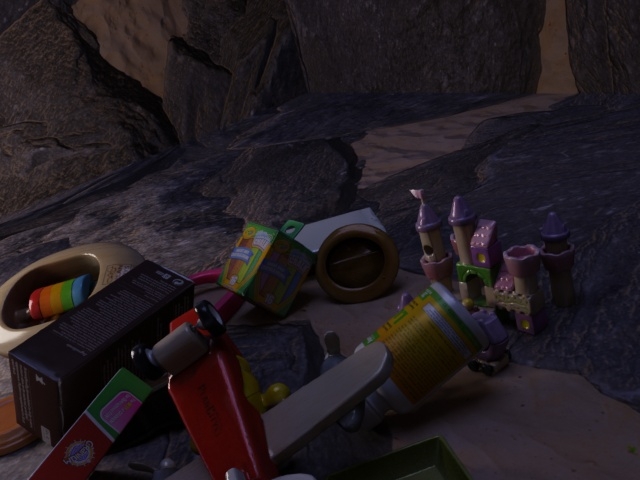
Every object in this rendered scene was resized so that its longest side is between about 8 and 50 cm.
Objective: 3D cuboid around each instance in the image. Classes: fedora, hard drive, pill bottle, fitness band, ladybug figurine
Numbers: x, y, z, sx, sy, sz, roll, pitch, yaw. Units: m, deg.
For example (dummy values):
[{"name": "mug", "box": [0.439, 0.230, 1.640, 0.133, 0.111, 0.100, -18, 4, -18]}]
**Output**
[{"name": "fedora", "box": [0.086, 0.056, 1.804, 0.194, 0.195, 0.079, -10, -16, 12]}, {"name": "hard drive", "box": [0.000, 0.000, 2.010, 0.307, 0.040, 0.203, -16, 21, -4]}, {"name": "pill bottle", "box": [0.142, 0.195, 1.311, 0.245, 0.136, 0.136, -40, 23, -1]}, {"name": "fitness band", "box": [-0.295, 0.151, 1.909, 0.208, 0.054, 0.291, -5, 24, 25]}, {"name": "ladybug figurine", "box": [-0.569, 0.158, 1.855, 0.449, 0.162, 0.305, -13, 46, 17]}]

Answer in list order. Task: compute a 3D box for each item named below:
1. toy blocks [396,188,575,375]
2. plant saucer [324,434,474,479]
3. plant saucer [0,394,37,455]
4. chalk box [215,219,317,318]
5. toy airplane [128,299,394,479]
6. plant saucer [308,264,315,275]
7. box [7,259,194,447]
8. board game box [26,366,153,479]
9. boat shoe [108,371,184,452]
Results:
[{"name": "toy blocks", "box": [0.286, 0.040, 1.503, 0.308, 0.260, 0.288, -30, 26, -35]}, {"name": "plant saucer", "box": [0.118, 0.363, 1.099, 0.188, 0.045, 0.188, -18, 20, -8]}, {"name": "plant saucer", "box": [-0.628, 0.364, 1.615, 0.199, 0.037, 0.200, -13, 22, 5]}, {"name": "chalk box", "box": [-0.110, 0.044, 1.804, 0.132, 0.132, 0.213, 15, 75, 53]}, {"name": "toy airplane", "box": [-0.104, 0.301, 1.175, 0.385, 0.272, 0.385, 6, 67, 27]}, {"name": "plant saucer", "box": [-0.041, 0.038, 2.046, 0.198, 0.036, 0.199, -12, 20, 5]}, {"name": "box", "box": [-0.420, 0.218, 1.590, 0.143, 0.191, 0.381, 23, 35, 20]}, {"name": "board game box", "box": [-0.398, 0.368, 1.214, 0.242, 0.064, 0.316, -52, 4, 29]}, {"name": "boat shoe", "box": [-0.278, 0.283, 1.479, 0.307, 0.111, 0.104, -17, 22, -5]}]
